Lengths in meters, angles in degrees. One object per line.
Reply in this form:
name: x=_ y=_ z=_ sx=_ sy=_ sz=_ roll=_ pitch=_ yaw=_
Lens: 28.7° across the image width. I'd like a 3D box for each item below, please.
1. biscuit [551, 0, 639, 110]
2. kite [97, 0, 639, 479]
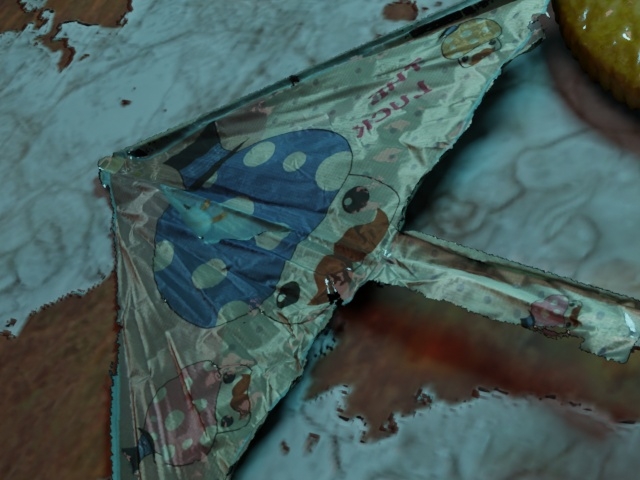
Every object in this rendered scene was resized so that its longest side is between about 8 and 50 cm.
biscuit: x=0.267 y=-0.162 z=0.651 sx=0.305 sy=0.038 sz=0.305 roll=-14 pitch=49 yaw=17
kite: x=0.000 y=0.000 z=0.635 sx=0.368 sy=0.014 sz=0.406 roll=18 pitch=65 yaw=41
